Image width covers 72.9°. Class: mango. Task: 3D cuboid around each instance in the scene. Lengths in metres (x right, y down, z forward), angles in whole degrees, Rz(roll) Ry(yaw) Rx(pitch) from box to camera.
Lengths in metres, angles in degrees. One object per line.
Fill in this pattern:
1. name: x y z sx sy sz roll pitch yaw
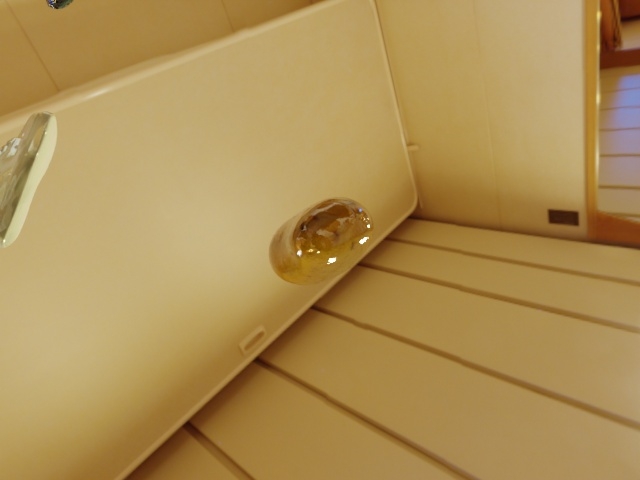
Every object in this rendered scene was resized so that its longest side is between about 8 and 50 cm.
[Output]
1. mango: 0.002 -0.001 0.496 0.115 0.090 0.178 -28 175 -24

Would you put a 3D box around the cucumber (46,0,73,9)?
1. cucumber: -0.293 -0.325 0.527 0.133 0.032 0.032 -23 -156 29

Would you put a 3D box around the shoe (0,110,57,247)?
1. shoe: -0.574 -0.123 0.781 0.264 0.110 0.095 -69 -162 1
